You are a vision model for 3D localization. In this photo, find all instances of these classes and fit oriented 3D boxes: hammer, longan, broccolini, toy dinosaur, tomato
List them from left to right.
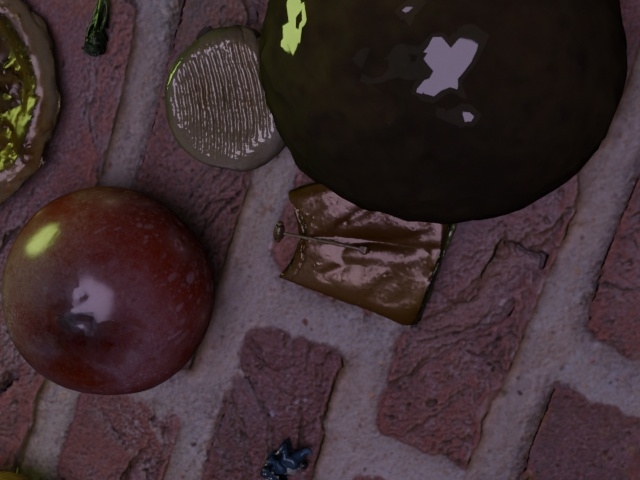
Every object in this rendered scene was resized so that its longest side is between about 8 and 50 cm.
[{"bbox_3d":[-0.279,-0.302,1.431,0.030,0.035,0.140,14,104,4],"label":"broccolini"},{"bbox_3d":[-0.271,0.067,1.416,0.270,0.227,0.270,2,104,8],"label":"tomato"},{"bbox_3d":[-0.046,0.303,1.526,0.047,0.030,0.083,44,108,-2],"label":"toy dinosaur"},{"bbox_3d":[0.000,0.000,1.401,0.123,0.014,0.029,12,112,12],"label":"hammer"},{"bbox_3d":[0.128,-0.197,1.202,0.391,0.391,0.391,2,103,11],"label":"longan"}]

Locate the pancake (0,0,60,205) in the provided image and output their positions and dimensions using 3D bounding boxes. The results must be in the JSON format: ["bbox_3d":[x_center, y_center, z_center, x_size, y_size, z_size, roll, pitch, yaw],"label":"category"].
[{"bbox_3d":[-0.501,-0.192,1.486,0.356,0.065,0.356,2,99,11],"label":"pancake"}]

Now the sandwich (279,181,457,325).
[{"bbox_3d":[0.064,-0.037,1.410,0.212,0.063,0.245,20,104,8],"label":"sandwich"}]

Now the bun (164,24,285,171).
[{"bbox_3d":[-0.104,-0.178,1.385,0.166,0.113,0.173,22,105,-2],"label":"bun"}]

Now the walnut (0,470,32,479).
[{"bbox_3d":[-0.437,0.434,1.559,0.193,0.193,0.226,-21,95,15],"label":"walnut"}]
